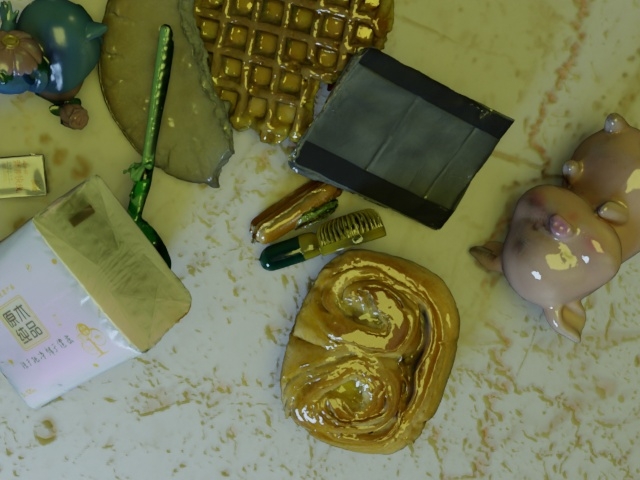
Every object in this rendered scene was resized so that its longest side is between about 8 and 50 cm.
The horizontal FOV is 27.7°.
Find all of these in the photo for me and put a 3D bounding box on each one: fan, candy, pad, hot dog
[{"bbox_3d":[0.000,0.000,1.547,0.155,0.082,0.039,-19,90,4],"label":"fan"},{"bbox_3d":[-0.202,-0.086,1.479,0.097,0.097,0.323,9,103,-10],"label":"candy"},{"bbox_3d":[0.096,-0.117,1.521,0.233,0.022,0.174,21,113,-28],"label":"pad"},{"bbox_3d":[-0.027,-0.032,1.548,0.133,0.056,0.041,-33,108,-9],"label":"hot dog"}]

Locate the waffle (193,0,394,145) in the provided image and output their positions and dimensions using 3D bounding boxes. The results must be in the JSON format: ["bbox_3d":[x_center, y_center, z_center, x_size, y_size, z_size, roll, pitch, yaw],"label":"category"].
[{"bbox_3d":[-0.027,-0.242,1.496,0.253,0.056,0.249,-19,96,12],"label":"waffle"}]

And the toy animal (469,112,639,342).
[{"bbox_3d":[0.318,-0.026,1.559,0.250,0.166,0.154,-45,140,1],"label":"toy animal"}]

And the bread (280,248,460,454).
[{"bbox_3d":[0.060,0.132,1.542,0.198,0.120,0.236,18,92,-9],"label":"bread"}]

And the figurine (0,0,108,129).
[{"bbox_3d":[-0.322,-0.188,1.454,0.178,0.114,0.144,-36,130,-37],"label":"figurine"}]

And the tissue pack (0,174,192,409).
[{"bbox_3d":[-0.281,0.063,1.419,0.185,0.225,0.124,54,43,-7],"label":"tissue pack"}]

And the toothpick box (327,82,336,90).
[{"bbox_3d":[0.018,-0.223,1.543,0.047,0.047,0.083,-19,97,-8],"label":"toothpick box"}]

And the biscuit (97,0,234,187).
[{"bbox_3d":[-0.189,-0.189,1.495,0.141,0.038,0.290,-12,102,16],"label":"biscuit"}]

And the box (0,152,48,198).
[{"bbox_3d":[-0.374,-0.071,1.495,0.117,0.036,0.051,-7,96,-9],"label":"box"}]
